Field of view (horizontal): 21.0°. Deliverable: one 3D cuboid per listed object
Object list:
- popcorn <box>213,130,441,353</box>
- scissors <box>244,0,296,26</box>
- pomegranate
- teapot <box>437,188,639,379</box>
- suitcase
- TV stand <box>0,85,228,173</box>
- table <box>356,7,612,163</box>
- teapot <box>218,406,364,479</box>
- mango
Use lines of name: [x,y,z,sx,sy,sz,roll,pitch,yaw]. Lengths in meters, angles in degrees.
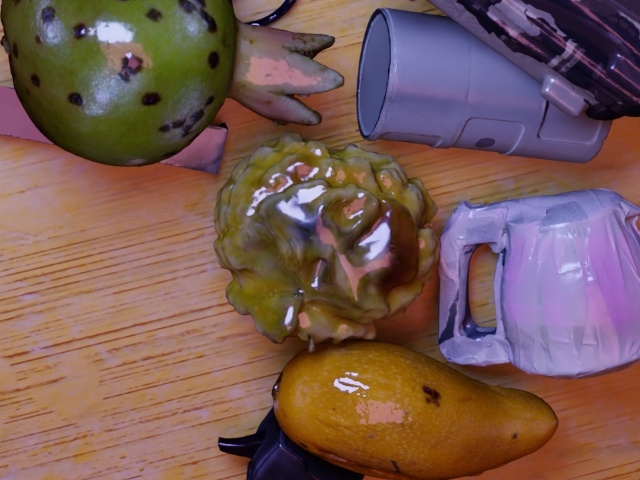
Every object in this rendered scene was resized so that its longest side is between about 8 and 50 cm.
popcorn: [0.003,0.001,1.633,0.218,0.169,0.189,16,101,-5]
scissors: [0.016,-0.301,1.598,0.300,0.022,0.109,-31,117,2]
pomegranate: [-0.144,-0.184,1.526,0.286,0.231,0.230,-8,115,-38]
teapot: [0.232,0.033,1.716,0.163,0.222,0.178,-24,108,-43]
suitcase: [0.232,-0.310,1.527,0.351,0.194,0.339,34,70,-15]
TV stand: [-0.217,-0.112,1.616,0.257,0.040,0.049,10,107,-14]
table: [0.153,-0.145,1.626,0.220,0.126,0.126,5,110,-13]
teapot: [-0.028,0.244,1.766,0.177,0.087,0.096,39,113,-20]
mango: [0.090,0.181,1.713,0.295,0.177,0.120,19,64,-22]
